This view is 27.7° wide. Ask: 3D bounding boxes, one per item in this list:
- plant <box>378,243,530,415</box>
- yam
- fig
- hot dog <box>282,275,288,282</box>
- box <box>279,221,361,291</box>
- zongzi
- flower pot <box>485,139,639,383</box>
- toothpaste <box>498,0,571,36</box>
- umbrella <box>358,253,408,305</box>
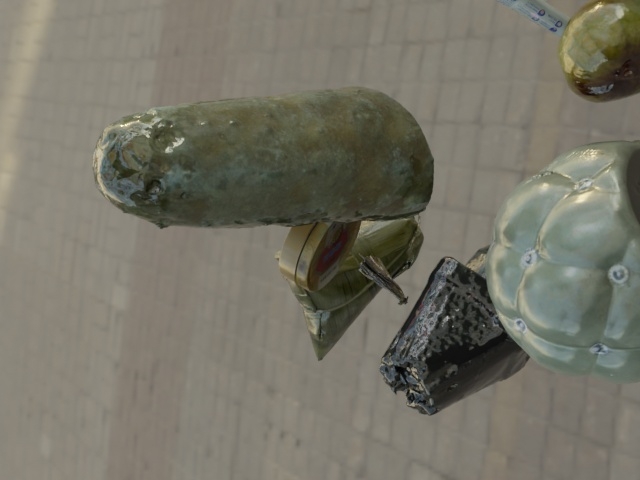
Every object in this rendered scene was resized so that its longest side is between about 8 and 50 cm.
[{"bbox_3d":[0.192,0.111,1.676,0.164,0.256,0.142,42,160,20],"label":"plant"},{"bbox_3d":[-0.049,-0.073,1.162,0.133,0.330,0.133,11,104,55],"label":"yam"},{"bbox_3d":[0.343,-0.224,1.514,0.153,0.136,0.120,154,118,-63],"label":"fig"},{"bbox_3d":[-0.016,0.057,1.832,0.083,0.058,0.035,42,138,27],"label":"hot dog"},{"bbox_3d":[0.000,0.000,1.320,0.037,0.105,0.105,29,116,19],"label":"box"},{"bbox_3d":[0.063,0.058,1.743,0.094,0.205,0.204,53,164,47],"label":"zongzi"},{"bbox_3d":[0.284,0.024,1.289,0.195,0.246,0.246,-40,48,40],"label":"flower pot"},{"bbox_3d":[0.300,-0.357,1.932,0.052,0.218,0.033,-40,34,43],"label":"toothpaste"},{"bbox_3d":[0.072,0.043,1.489,0.083,0.031,0.020,43,118,25],"label":"umbrella"}]
